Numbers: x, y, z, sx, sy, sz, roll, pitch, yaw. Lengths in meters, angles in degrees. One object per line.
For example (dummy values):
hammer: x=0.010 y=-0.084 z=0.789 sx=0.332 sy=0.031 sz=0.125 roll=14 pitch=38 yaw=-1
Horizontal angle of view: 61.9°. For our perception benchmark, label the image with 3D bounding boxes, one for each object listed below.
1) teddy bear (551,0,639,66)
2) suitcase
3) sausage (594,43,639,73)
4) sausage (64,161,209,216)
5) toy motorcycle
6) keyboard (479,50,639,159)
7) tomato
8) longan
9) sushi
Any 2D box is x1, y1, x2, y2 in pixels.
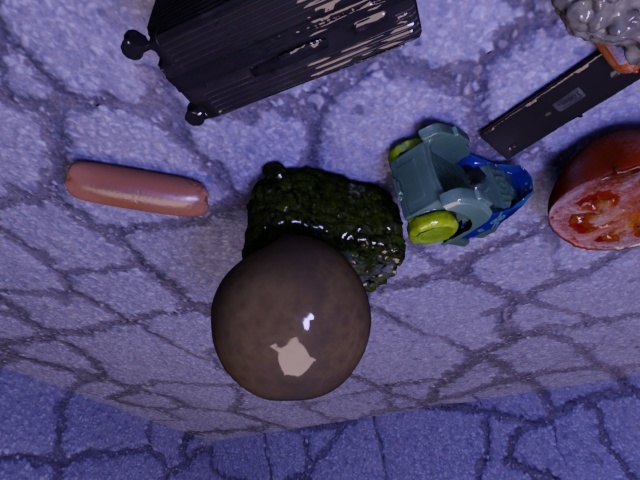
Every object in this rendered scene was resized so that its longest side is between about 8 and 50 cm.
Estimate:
teddy bear: x=0.515 y=-0.346 z=0.613 sx=0.224 sy=0.357 sz=0.368 roll=-23 pitch=147 yaw=-59
suitcase: x=-0.053 y=-0.314 z=0.671 sx=0.334 sy=0.230 sz=0.152 roll=-15 pitch=144 yaw=21
sausage: x=0.379 y=-0.349 z=0.762 sx=0.347 sy=0.053 sz=0.053 roll=32 pitch=135 yaw=-31
sausage: x=-0.374 y=-0.104 z=1.103 sx=0.288 sy=0.086 sz=0.086 roll=10 pitch=144 yaw=-13
toy motorcycle: x=0.297 y=-0.094 z=1.060 sx=0.326 sy=0.191 sz=0.200 roll=14 pitch=145 yaw=-43
keyboard: x=0.441 y=-0.254 z=0.946 sx=0.106 sy=0.027 sz=0.317 roll=29 pitch=136 yaw=-30
tomato: x=0.606 y=-0.111 z=1.055 sx=0.338 sy=0.144 sz=0.338 roll=2 pitch=150 yaw=1
longan: x=-0.054 y=0.144 z=0.990 sx=0.318 sy=0.319 sz=0.319 roll=0 pitch=146 yaw=0
sushi: x=0.000 y=0.000 z=1.176 sx=0.351 sy=0.178 sz=0.294 roll=13 pitch=143 yaw=-19
